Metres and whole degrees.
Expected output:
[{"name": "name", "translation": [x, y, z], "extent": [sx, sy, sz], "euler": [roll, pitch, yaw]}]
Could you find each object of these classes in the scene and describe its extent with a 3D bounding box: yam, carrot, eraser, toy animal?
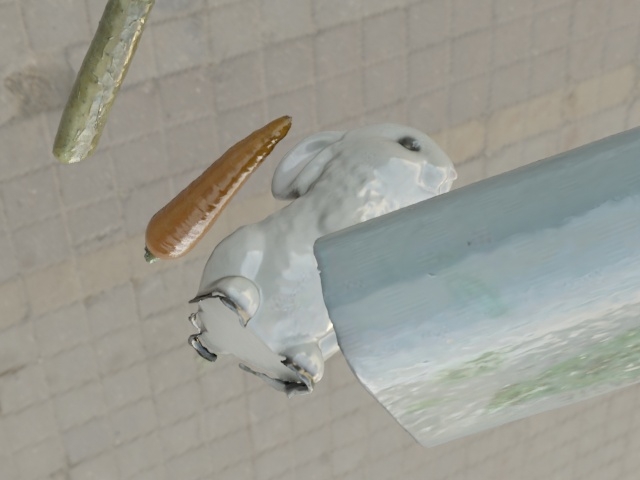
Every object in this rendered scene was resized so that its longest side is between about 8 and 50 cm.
[{"name": "yam", "translation": [-0.367, -0.272, 1.939], "extent": [0.083, 0.083, 0.371], "euler": [-5, 140, -36]}, {"name": "carrot", "translation": [-0.139, -0.063, 1.480], "extent": [0.069, 0.069, 0.336], "euler": [5, 144, -40]}, {"name": "eraser", "translation": [0.130, 0.016, 0.530], "extent": [0.227, 0.081, 0.174], "euler": [-20, 148, 10]}, {"name": "toy animal", "translation": [0.000, 0.000, 1.406], "extent": [0.357, 0.258, 0.194], "euler": [-53, 124, -23]}]
